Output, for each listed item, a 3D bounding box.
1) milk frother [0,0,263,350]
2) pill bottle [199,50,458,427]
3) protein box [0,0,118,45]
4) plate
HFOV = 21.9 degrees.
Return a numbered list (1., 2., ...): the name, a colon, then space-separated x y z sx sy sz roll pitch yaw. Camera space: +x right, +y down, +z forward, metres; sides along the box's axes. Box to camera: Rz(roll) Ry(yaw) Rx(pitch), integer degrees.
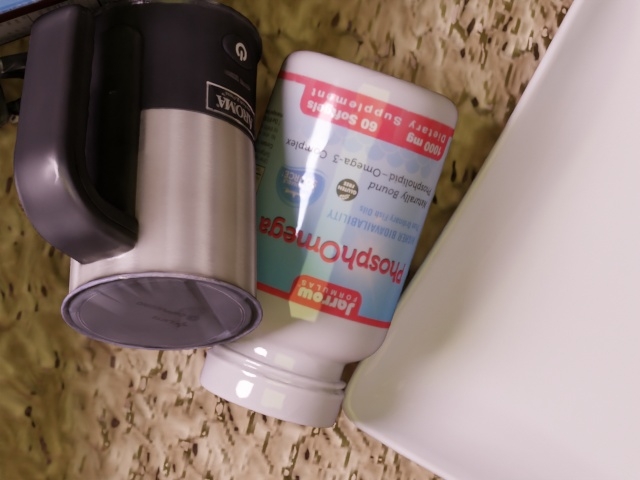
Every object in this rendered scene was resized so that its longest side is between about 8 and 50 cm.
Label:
1. milk frother: -0.102 -0.025 0.720 0.129 0.143 0.135 19 58 -36
2. pill bottle: 0.000 0.000 0.760 0.087 0.087 0.160 18 92 -7
3. protein box: -0.146 -0.191 0.709 0.201 0.136 0.200 -19 95 -4
4. plate: 0.195 0.033 0.777 0.277 0.045 0.278 30 91 10
